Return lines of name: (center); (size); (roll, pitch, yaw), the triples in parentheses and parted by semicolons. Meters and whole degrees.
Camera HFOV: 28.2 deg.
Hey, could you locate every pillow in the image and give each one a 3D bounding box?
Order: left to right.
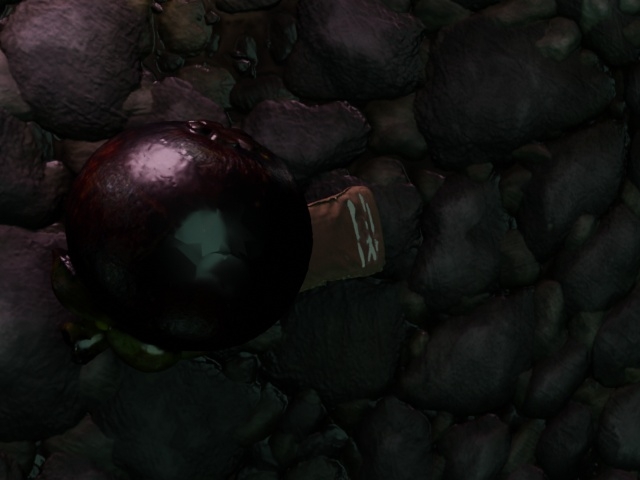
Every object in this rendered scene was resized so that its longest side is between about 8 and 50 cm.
pillow: (0.001, 0.003, 1.781); (0.211, 0.034, 0.135); (-13, 95, -30)

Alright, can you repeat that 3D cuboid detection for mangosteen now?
mangosteen: (-0.162, 0.007, 1.540); (0.330, 0.330, 0.330); (-1, 92, -30)
